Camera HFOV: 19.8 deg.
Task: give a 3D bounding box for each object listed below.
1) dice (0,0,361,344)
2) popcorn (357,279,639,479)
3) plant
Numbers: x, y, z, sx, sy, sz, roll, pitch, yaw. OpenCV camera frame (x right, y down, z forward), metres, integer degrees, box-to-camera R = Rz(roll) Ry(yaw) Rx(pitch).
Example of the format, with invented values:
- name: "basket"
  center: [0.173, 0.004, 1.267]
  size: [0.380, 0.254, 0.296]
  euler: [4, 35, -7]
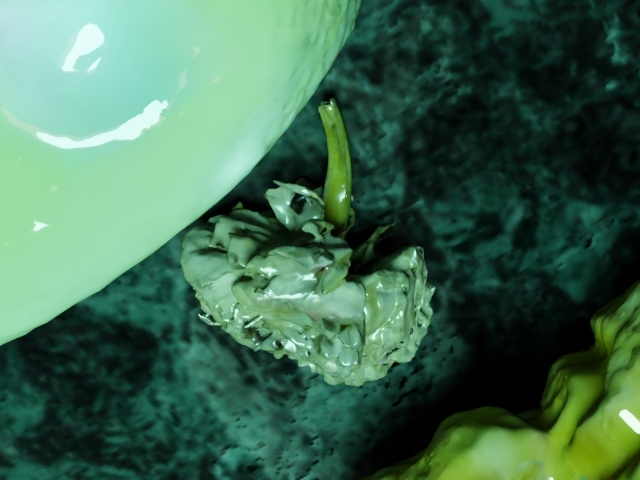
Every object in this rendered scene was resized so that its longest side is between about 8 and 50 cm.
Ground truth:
- name: "dice"
  center: [-0.149, -0.122, 0.573]
  size: [0.254, 0.252, 0.250]
  euler: [-33, 122, 10]
- name: "popcorn"
  center: [0.166, 0.130, 0.828]
  size: [0.332, 0.225, 0.265]
  euler: [-10, 143, 7]
- name: "plant"
  center: [0.000, 0.000, 0.805]
  size: [0.116, 0.104, 0.122]
  euler: [14, 89, -60]
